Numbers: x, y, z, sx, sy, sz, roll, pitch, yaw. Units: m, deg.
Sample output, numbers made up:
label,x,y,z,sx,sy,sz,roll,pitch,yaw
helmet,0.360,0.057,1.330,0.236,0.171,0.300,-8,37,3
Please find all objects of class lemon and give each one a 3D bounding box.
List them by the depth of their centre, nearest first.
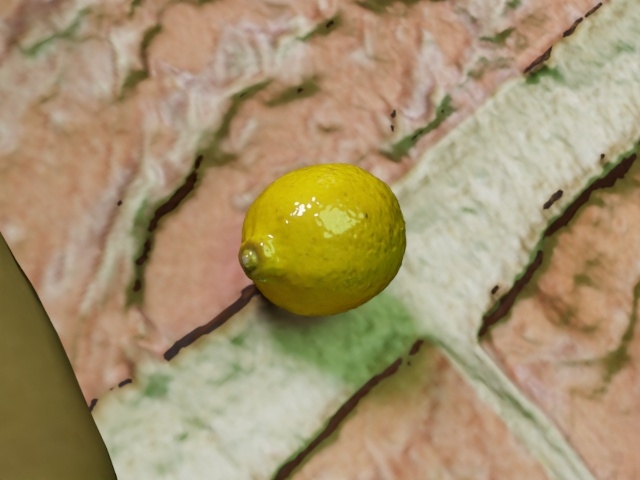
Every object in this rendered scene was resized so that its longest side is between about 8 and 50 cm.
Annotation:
label,x,y,z,sx,sy,sz,roll,pitch,yaw
lemon,0.000,0.000,0.671,0.083,0.062,0.062,-16,71,-45

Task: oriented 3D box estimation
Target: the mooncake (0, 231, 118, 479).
label,x,y,z,sx,sy,sz,roll,pitch,yaw
mooncake,-0.243,0.070,0.355,0.378,0.201,0.378,24,46,-27
